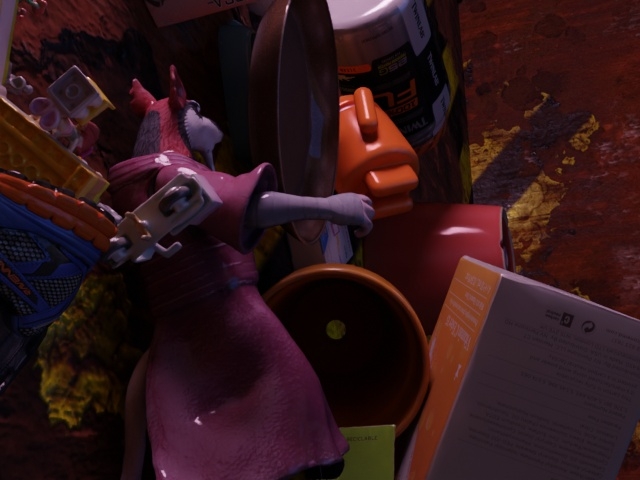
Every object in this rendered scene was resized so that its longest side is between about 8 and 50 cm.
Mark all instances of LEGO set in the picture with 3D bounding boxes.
[{"bbox_3d":[-0.181,-0.105,0.491,0.287,0.132,0.107,61,0,7],"label":"LEGO set"}]

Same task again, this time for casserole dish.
[{"bbox_3d":[-0.078,-0.178,0.896,0.114,0.036,0.189,-4,86,-71],"label":"casserole dish"}]

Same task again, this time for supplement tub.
[{"bbox_3d":[0.102,-0.290,1.205,0.316,0.193,0.194,58,31,-48],"label":"supplement tub"}]

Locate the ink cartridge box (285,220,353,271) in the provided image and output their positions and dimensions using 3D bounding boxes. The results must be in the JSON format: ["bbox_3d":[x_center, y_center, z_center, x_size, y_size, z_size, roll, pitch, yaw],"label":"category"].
[{"bbox_3d":[0.000,0.000,1.026,0.122,0.052,0.089,-47,127,-67],"label":"ink cartridge box"}]

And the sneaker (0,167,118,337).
[{"bbox_3d":[-0.205,-0.009,0.337,0.221,0.083,0.087,21,84,-33],"label":"sneaker"}]

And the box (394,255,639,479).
[{"bbox_3d":[0.181,0.210,0.762,0.215,0.168,0.346,-75,-176,-87],"label":"box"}]

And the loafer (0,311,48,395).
[{"bbox_3d":[-0.205,0.098,0.384,0.078,0.076,0.223,60,25,-31],"label":"loafer"}]

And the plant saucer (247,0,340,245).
[{"bbox_3d":[-0.028,-0.150,0.868,0.310,0.050,0.311,1,90,-78],"label":"plant saucer"}]

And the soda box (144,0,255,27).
[{"bbox_3d":[-0.082,-0.260,0.694,0.058,0.183,0.063,-74,148,-48],"label":"soda box"}]

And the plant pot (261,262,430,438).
[{"bbox_3d":[0.017,0.120,0.851,0.188,0.205,0.205,-57,138,-83],"label":"plant pot"}]

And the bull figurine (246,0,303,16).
[{"bbox_3d":[-0.101,-0.393,0.818,0.310,0.101,0.189,40,42,-65],"label":"bull figurine"}]

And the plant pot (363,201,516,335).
[{"bbox_3d":[0.233,0.046,1.378,0.275,0.243,0.275,-7,90,-70],"label":"plant pot"}]

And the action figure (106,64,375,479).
[{"bbox_3d":[-0.108,0.040,0.618,0.370,0.275,0.248,69,-23,1],"label":"action figure"}]

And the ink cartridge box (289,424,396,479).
[{"bbox_3d":[-0.037,0.271,0.628,0.097,0.188,0.255,56,31,-49],"label":"ink cartridge box"}]

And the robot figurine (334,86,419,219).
[{"bbox_3d":[0.062,-0.129,1.070,0.158,0.128,0.219,39,16,-49],"label":"robot figurine"}]

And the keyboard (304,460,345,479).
[{"bbox_3d":[0.043,0.314,1.068,0.317,0.033,0.202,26,53,-66],"label":"keyboard"}]
